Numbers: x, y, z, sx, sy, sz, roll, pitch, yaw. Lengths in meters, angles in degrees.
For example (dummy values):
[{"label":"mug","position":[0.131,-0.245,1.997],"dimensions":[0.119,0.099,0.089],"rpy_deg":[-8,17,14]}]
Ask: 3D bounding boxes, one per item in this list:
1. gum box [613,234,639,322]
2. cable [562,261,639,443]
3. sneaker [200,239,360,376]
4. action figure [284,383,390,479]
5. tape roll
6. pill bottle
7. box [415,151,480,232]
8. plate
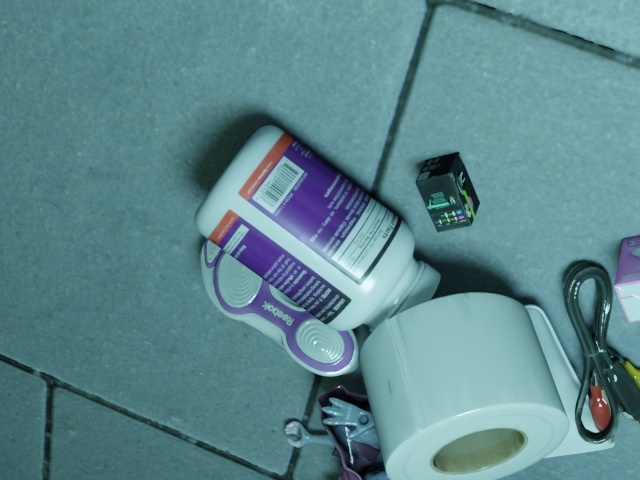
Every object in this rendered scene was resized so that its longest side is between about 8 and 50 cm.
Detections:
[{"label":"gum box","position":[0.470,0.032,1.248],"dimensions":[0.188,0.107,0.062],"rpy_deg":[-13,118,31]},{"label":"cable","position":[0.383,0.167,1.403],"dimensions":[0.140,0.072,0.287],"rpy_deg":[-29,104,4]},{"label":"sneaker","position":[-0.063,0.105,1.528],"dimensions":[0.305,0.152,0.114],"rpy_deg":[42,89,17]},{"label":"action figure","position":[0.087,0.362,1.626],"dimensions":[0.276,0.248,0.370],"rpy_deg":[-10,149,-5]},{"label":"tape roll","position":[0.186,0.205,1.333],"dimensions":[0.246,0.169,0.246],"rpy_deg":[-9,145,-7]},{"label":"pill bottle","position":[0.000,0.000,1.384],"dimensions":[0.323,0.181,0.181],"rpy_deg":[37,130,-5]},{"label":"box","position":[0.170,-0.063,1.341],"dimensions":[0.052,0.062,0.083],"rpy_deg":[-13,118,29]},{"label":"plate","position":[0.264,0.221,1.517],"dimensions":[0.277,0.045,0.278],"rpy_deg":[-18,115,34]}]
